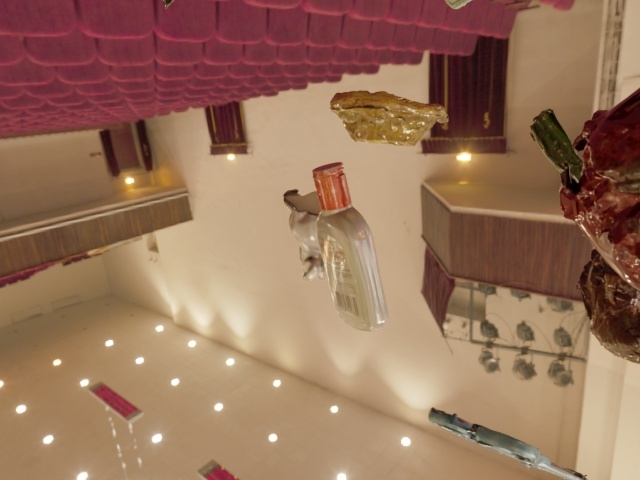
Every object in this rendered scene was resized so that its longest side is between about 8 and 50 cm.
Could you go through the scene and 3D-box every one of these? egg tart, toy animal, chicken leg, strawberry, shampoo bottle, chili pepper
[{"bbox_3d":[0.183,-0.333,1.221,0.340,0.129,0.341,6,-170,-1],"label":"egg tart"},{"bbox_3d":[0.000,0.000,1.363,0.193,0.357,0.258,-13,-136,-13],"label":"toy animal"},{"bbox_3d":[0.597,0.134,0.843,0.082,0.177,0.323,7,-126,1],"label":"chicken leg"},{"bbox_3d":[0.407,-0.055,0.451,0.220,0.274,0.274,4,-172,-38],"label":"strawberry"},{"bbox_3d":[0.034,0.009,0.580,0.051,0.221,0.108,-21,-161,-23],"label":"shampoo bottle"},{"bbox_3d":[0.637,-0.185,1.115,0.076,0.085,0.359,2,-123,-26],"label":"chili pepper"}]

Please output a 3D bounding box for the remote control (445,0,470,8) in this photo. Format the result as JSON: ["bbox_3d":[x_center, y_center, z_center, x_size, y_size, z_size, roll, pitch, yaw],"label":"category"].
[{"bbox_3d":[0.185,-0.575,0.765,0.065,0.335,0.128,-37,-164,7],"label":"remote control"}]

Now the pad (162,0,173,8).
[{"bbox_3d":[-0.062,-0.389,0.326,0.007,0.248,0.367,33,160,-1],"label":"pad"}]

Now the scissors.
[{"bbox_3d":[0.349,0.371,0.760,0.392,0.032,0.180,32,161,-26],"label":"scissors"}]
